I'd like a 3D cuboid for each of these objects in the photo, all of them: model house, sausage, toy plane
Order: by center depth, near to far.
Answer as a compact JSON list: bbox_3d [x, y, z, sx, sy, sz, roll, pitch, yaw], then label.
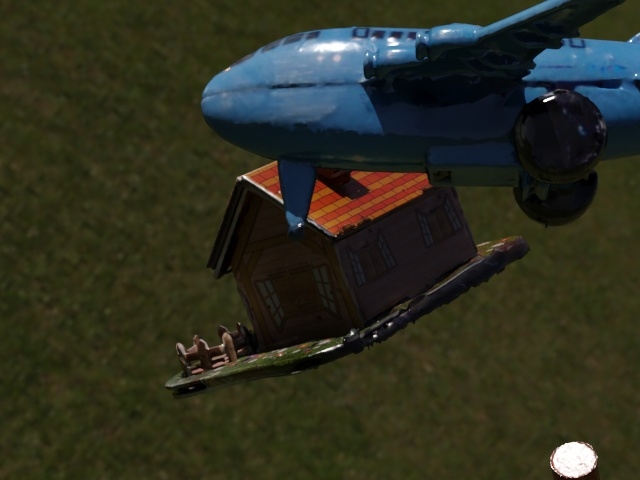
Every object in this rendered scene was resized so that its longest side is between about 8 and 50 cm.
[{"bbox_3d":[0.079,-0.062,0.796,0.254,0.271,0.105,66,16,-74],"label":"toy plane"},{"bbox_3d":[0.193,0.200,1.215,0.034,0.034,0.129,-120,-171,-47],"label":"sausage"},{"bbox_3d":[0.000,0.000,1.321,0.294,0.207,0.154,-26,99,-49],"label":"model house"}]
